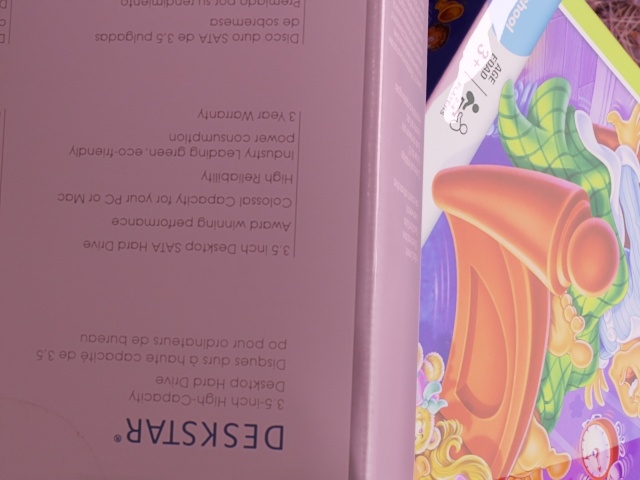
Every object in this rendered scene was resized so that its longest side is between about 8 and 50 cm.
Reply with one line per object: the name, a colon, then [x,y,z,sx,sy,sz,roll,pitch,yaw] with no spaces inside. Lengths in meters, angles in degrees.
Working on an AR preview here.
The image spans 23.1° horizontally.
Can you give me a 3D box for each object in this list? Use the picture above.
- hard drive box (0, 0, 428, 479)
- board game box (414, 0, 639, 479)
hard drive box: [-0.063,-0.041,0.452,0.089,0.181,0.232,28,65,-77]
board game box: [0.040,0.087,0.625,0.233,0.078,0.347,41,71,-34]
